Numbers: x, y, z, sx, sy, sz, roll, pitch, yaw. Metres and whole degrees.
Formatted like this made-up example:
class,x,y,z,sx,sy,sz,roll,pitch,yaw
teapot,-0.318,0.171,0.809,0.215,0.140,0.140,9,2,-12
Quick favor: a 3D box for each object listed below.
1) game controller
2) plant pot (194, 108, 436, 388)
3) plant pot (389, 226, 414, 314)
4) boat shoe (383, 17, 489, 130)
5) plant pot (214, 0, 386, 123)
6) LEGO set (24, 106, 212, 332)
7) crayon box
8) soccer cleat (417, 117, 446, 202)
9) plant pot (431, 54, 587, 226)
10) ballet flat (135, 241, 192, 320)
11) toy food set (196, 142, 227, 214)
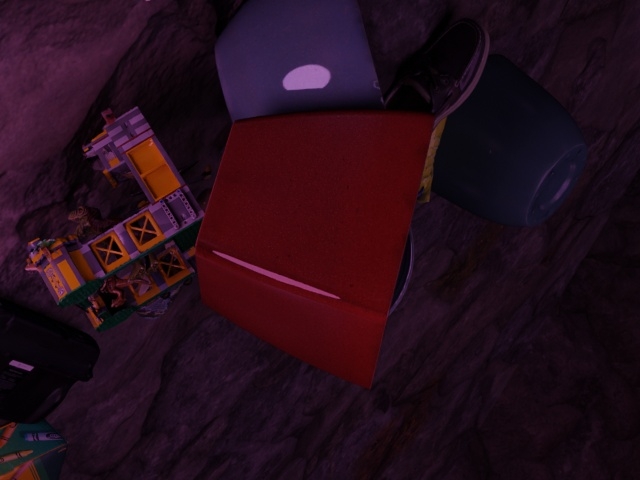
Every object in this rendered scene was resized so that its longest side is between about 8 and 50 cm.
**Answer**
class,x,y,z,sx,sy,sz,roll,pitch,yaw
game controller,-0.421,0.168,1.698,0.166,0.067,0.319,-39,155,5
plant pot,-0.014,-0.007,1.521,0.267,0.235,0.267,96,8,-66
plant pot,0.000,0.000,1.964,0.293,0.293,0.196,-57,-179,11
boat shoe,0.175,-0.249,2.099,0.285,0.103,0.092,-51,161,11
plant pot,-0.027,-0.220,1.641,0.195,0.290,0.290,-14,152,4
LEGO set,-0.264,-0.032,1.599,0.255,0.192,0.331,-33,169,3
crayon box,-0.501,0.371,1.784,0.278,0.081,0.165,-22,141,-48
soccer cleat,0.166,-0.129,2.212,0.093,0.121,0.289,-2,125,-58
plant pot,0.354,-0.163,2.357,0.293,0.235,0.293,-40,153,-26
ballet flat,-0.216,0.035,1.855,0.188,0.070,0.070,-57,155,2
toy food set,-0.095,-0.084,1.790,0.232,0.104,0.111,-53,-161,1
